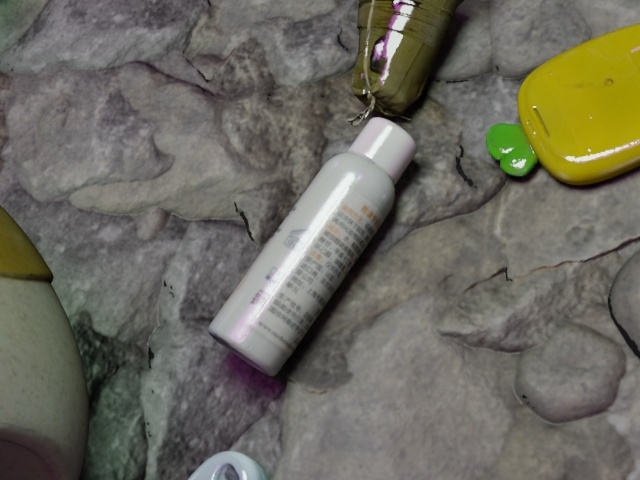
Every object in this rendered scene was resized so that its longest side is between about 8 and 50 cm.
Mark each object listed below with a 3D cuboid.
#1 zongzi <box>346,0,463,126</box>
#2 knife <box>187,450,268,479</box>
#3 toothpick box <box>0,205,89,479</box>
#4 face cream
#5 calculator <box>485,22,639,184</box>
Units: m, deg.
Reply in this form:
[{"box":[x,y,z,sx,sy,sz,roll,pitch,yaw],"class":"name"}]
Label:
[{"box":[0.052,-0.205,1.236,0.178,0.081,0.189,23,88,55],"class":"zongzi"},{"box":[-0.190,0.296,1.083,0.331,0.044,0.080,-35,55,8],"class":"knife"},{"box":[-0.434,0.109,1.083,0.409,0.409,0.425,-38,56,2],"class":"toothpick box"},{"box":[0.000,0.000,1.126,0.082,0.082,0.269,27,77,34],"class":"face cream"},{"box":[0.266,-0.128,1.099,0.235,0.032,0.146,-25,55,9],"class":"calculator"}]
